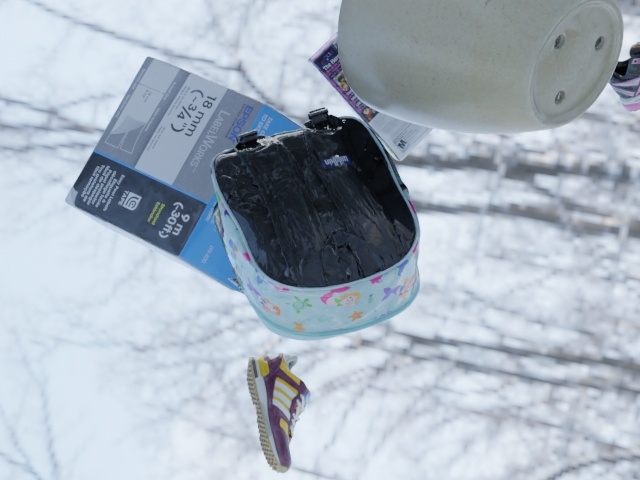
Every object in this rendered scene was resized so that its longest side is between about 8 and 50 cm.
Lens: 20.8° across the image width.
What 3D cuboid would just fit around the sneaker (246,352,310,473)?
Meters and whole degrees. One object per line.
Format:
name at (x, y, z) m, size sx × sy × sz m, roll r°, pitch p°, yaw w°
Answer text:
sneaker at (-0.049, 0.238, 2.463) m, size 0.069 × 0.084 × 0.185 m, roll 101°, pitch 159°, yaw -57°

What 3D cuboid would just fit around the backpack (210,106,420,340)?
backpack at (0.000, 0.000, 2.041) m, size 0.225 × 0.253 × 0.191 m, roll -16°, pitch -45°, yaw -14°

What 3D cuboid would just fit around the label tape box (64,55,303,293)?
label tape box at (-0.150, -0.084, 2.366) m, size 0.240 × 0.334 × 0.106 m, roll -61°, pitch -33°, yaw -7°

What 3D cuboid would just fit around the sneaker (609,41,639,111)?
sneaker at (0.451, -0.237, 2.340) m, size 0.077 × 0.178 × 0.072 m, roll 42°, pitch -136°, yaw -17°

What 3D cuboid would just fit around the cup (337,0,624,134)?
cup at (0.220, -0.259, 2.091) m, size 0.331 × 0.237 × 0.331 m, roll -28°, pitch -46°, yaw -33°

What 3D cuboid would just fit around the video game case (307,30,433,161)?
video game case at (0.132, -0.273, 2.644) m, size 0.232 × 0.042 × 0.210 m, roll -45°, pitch -73°, yaw -5°
